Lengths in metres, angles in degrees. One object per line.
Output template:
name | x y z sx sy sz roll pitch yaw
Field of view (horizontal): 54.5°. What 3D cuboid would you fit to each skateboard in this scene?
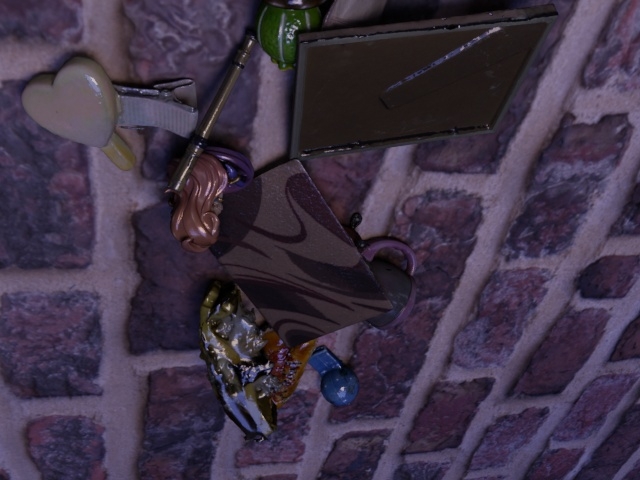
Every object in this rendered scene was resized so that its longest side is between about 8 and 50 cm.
skateboard | 0.000 0.000 1.048 0.151 0.067 0.080 3 140 -11

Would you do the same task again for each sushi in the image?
sushi | -0.144 0.206 1.105 0.131 0.139 0.291 -21 107 0

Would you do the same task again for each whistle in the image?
whistle | 0.031 0.294 1.295 0.090 0.090 0.158 -31 132 12

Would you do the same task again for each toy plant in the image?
toy plant | -0.035 -0.286 0.752 0.092 0.093 0.162 -6 132 -11

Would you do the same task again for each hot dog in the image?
hot dog | -0.100 0.252 1.227 0.144 0.075 0.268 9 129 -22

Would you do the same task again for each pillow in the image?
pillow | 0.067 -0.335 0.741 0.130 0.038 0.233 -28 149 -50

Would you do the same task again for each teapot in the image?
teapot | 0.101 0.074 1.102 0.146 0.116 0.148 33 120 -25

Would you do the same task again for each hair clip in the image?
hair clip | -0.273 -0.166 0.815 0.218 0.071 0.159 3 132 -13

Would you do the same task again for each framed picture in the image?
framed picture | 0.124 -0.206 0.851 0.335 0.022 0.247 -10 154 -10

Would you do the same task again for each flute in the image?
flute | -0.140 -0.166 0.814 0.027 0.027 0.233 25 97 -32

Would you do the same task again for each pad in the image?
pad | -0.046 0.039 1.021 0.220 0.004 0.330 -24 119 19

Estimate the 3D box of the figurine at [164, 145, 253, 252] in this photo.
figurine | -0.173 -0.064 0.876 0.126 0.157 0.114 1 144 42
